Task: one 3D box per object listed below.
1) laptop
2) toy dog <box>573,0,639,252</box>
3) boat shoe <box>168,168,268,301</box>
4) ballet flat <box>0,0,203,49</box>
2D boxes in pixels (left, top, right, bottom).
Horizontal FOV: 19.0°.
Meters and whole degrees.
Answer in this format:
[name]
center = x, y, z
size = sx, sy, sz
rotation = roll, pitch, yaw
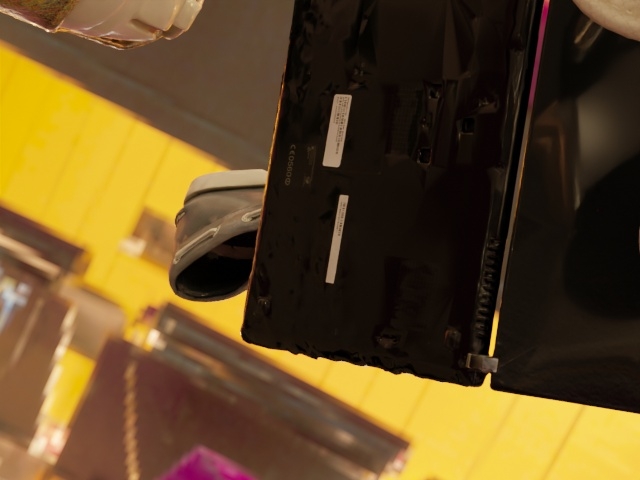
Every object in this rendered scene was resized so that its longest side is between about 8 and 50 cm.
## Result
[laptop]
center = 0.109, -0.043, 0.910
size = 0.136, 0.234, 0.264
rotation = 12, -3, -42
[toy dog]
center = 0.272, -0.104, 0.751
size = 0.220, 0.333, 0.161
rotation = 69, 21, -5
[boat shoe]
center = 0.000, 0.000, 1.507
size = 0.319, 0.099, 0.116
rotation = -4, -37, 43
[ballet flat]
center = -0.125, -0.166, 1.153
size = 0.123, 0.123, 0.348
rotation = 26, 5, -2
